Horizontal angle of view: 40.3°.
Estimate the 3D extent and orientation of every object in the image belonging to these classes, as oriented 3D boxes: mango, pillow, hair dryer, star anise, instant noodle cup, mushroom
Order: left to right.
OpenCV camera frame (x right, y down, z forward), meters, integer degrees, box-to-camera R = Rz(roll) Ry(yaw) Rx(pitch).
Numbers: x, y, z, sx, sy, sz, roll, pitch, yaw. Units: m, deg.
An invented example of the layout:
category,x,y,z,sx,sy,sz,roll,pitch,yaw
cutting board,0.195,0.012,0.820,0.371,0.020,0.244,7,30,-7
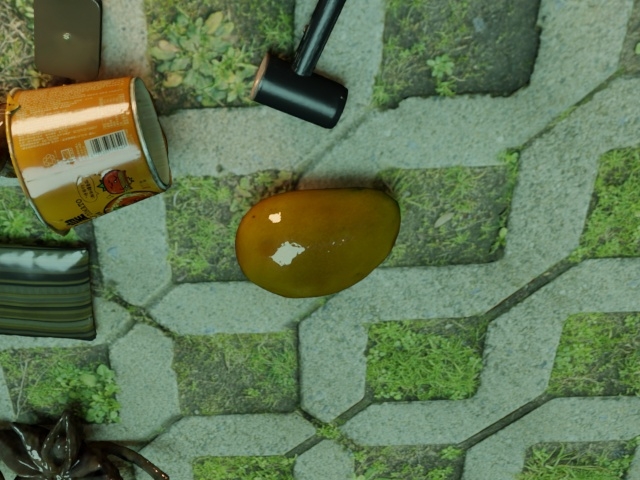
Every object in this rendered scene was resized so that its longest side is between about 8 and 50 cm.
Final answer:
category,x,y,z,sx,sy,sz,roll,pitch,yaw
mushroom,-0.466,-0.132,1.259,0.080,0.135,0.170,30,154,-2
pillow,-0.488,0.086,1.468,0.208,0.052,0.212,4,129,-4
star anise,-0.485,0.433,1.699,0.349,0.109,0.292,-17,132,28
instant noodle cup,-0.313,-0.128,1.212,0.172,0.216,0.216,-14,125,2
mango,-0.003,0.005,1.330,0.254,0.139,0.175,-5,134,-1
hair dryer,0.012,-0.274,1.169,0.128,0.070,0.255,22,120,-14

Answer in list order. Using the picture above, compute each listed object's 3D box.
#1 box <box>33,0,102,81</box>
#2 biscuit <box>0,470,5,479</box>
category,x,y,z,sx,sy,sz,roll,pitch,yaw
box,-0.344,-0.285,1.194,0.091,0.031,0.126,9,126,-4
biscuit,-0.792,0.424,1.619,0.432,0.283,0.064,24,165,-6
